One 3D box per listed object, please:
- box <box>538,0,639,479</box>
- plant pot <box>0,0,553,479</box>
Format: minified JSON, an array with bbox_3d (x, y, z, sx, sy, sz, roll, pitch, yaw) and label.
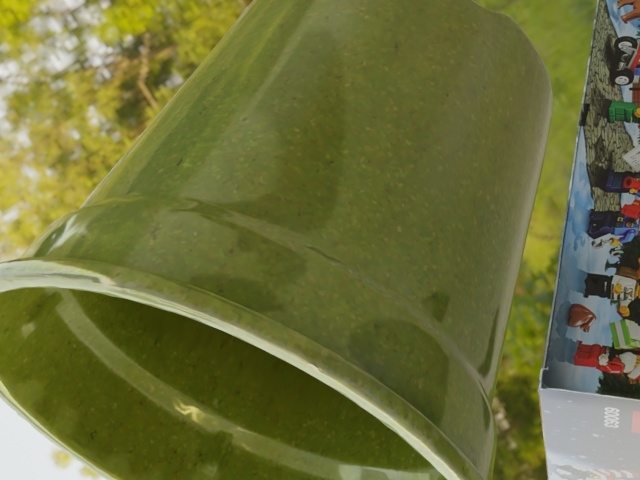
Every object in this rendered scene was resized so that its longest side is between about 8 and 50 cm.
[{"bbox_3d":[0.110,0.023,0.427,0.233,0.044,0.159,68,-148,-60],"label":"box"},{"bbox_3d":[0.000,0.000,0.645,0.276,0.254,0.276,20,150,12],"label":"plant pot"}]
